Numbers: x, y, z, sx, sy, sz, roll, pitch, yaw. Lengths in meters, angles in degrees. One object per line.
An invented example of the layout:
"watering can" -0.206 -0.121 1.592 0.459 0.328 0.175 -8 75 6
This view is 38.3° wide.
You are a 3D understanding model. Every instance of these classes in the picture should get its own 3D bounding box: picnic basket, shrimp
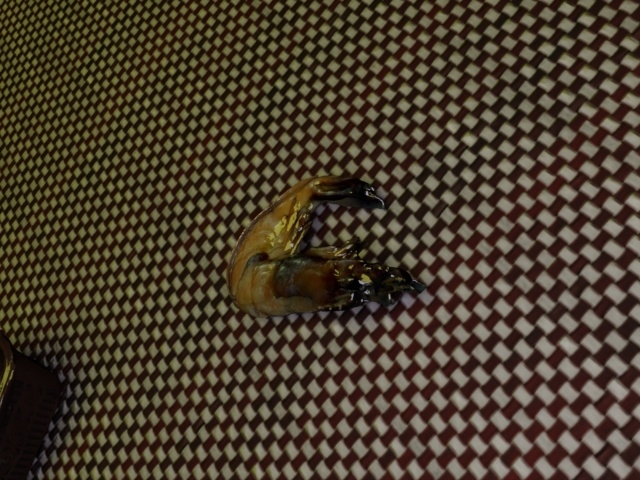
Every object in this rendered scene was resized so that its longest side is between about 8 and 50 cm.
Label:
"picnic basket" -0.463 0.259 1.228 0.222 0.129 0.297 14 79 41
"shrimp" 0.005 0.003 1.029 0.289 0.075 0.178 -10 59 50
